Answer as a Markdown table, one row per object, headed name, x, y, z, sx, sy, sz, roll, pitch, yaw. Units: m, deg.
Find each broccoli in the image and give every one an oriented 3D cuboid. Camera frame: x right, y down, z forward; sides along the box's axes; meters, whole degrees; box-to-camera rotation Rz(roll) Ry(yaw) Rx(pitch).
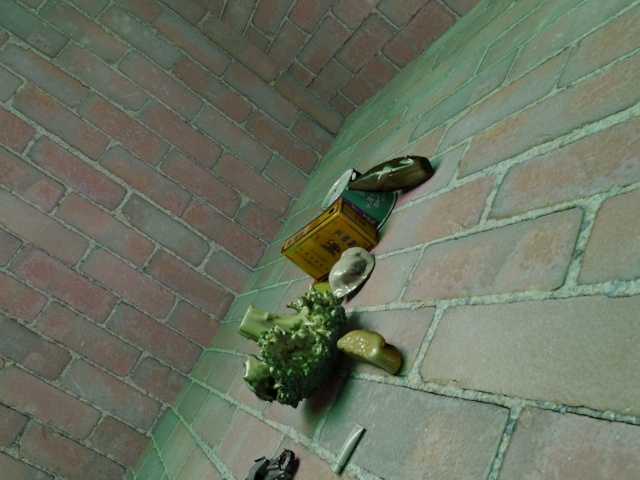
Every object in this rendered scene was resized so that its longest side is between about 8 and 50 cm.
| name | x | y | z | sx | sy | sz | roll | pitch | yaw |
| --- | --- | --- | --- | --- | --- | --- | --- | --- | --- |
| broccoli | -0.064 | 0.282 | 1.418 | 0.277 | 0.318 | 0.338 | 116 | 150 | -57 |

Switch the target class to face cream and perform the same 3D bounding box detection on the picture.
| name | x | y | z | sx | sy | sz | roll | pitch | yaw |
| --- | --- | --- | --- | --- | --- | --- | --- | --- | --- |
| face cream | 0.060 | 0.454 | 1.126 | 0.115 | 0.020 | 0.038 | -56 | 12 | -14 |

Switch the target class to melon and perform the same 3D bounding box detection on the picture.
| name | x | y | z | sx | sy | sz | roll | pitch | yaw |
| --- | --- | --- | --- | --- | --- | --- | --- | --- | --- |
| melon | 0.014 | 0.172 | 1.829 | 0.114 | 0.053 | 0.262 | -47 | 19 | -20 |

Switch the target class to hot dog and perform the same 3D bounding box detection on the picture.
| name | x | y | z | sx | sy | sz | roll | pitch | yaw |
| --- | --- | --- | --- | --- | --- | --- | --- | --- | --- |
| hot dog | 0.121 | 0.261 | 1.246 | 0.073 | 0.084 | 0.242 | -55 | 13 | -14 |

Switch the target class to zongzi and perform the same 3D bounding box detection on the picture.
| name | x | y | z | sx | sy | sz | roll | pitch | yaw |
| --- | --- | --- | --- | --- | --- | --- | --- | --- | --- |
| zongzi | 0.233 | -0.221 | 1.744 | 0.242 | 0.112 | 0.221 | -14 | 0 | -27 |

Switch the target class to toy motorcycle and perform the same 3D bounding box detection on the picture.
| name | x | y | z | sx | sy | sz | roll | pitch | yaw |
| --- | --- | --- | --- | --- | --- | --- | --- | --- | --- |
| toy motorcycle | -0.147 | 0.620 | 1.316 | 0.215 | 0.080 | 0.122 | -43 | 17 | 27 |

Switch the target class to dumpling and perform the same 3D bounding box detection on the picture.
| name | x | y | z | sx | sy | sz | roll | pitch | yaw |
| --- | --- | --- | --- | --- | --- | --- | --- | --- | --- |
| dumpling | 0.099 | 0.101 | 1.683 | 0.150 | 0.092 | 0.176 | -9 | 28 | 43 |

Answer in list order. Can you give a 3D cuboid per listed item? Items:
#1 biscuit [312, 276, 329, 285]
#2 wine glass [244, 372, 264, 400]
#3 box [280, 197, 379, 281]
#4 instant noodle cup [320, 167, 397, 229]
| name | x | y | z | sx | sy | sz | roll | pitch | yaw |
| --- | --- | --- | --- | --- | --- | --- | --- | --- | --- |
| biscuit | 0.036 | 0.116 | 1.962 | 0.280 | 0.043 | 0.183 | -60 | 16 | -3 |
| wine glass | -0.211 | 0.494 | 1.804 | 0.093 | 0.093 | 0.202 | -59 | 17 | -14 |
| box | 0.032 | 0.006 | 1.821 | 0.301 | 0.193 | 0.084 | -35 | 29 | 33 |
| instant noodle cup | 0.134 | -0.140 | 1.920 | 0.251 | 0.190 | 0.251 | -51 | 14 | 17 |
